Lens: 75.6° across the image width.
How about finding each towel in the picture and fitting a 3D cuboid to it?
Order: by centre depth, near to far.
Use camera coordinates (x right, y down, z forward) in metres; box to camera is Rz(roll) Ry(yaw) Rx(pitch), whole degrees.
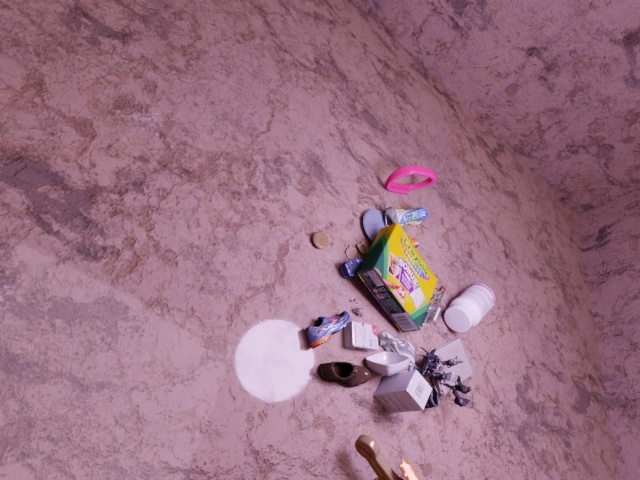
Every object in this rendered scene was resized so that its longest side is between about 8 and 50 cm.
[{"bbox_3d":[0.591,0.575,1.894,0.282,0.049,0.187,-10,77,-40],"label":"towel"}]

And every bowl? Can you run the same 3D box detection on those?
[{"bbox_3d":[0.264,0.487,1.623,0.142,0.142,0.053,-3,93,-39],"label":"bowl"}]

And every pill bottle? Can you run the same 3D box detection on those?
[{"bbox_3d":[0.744,0.336,2.058,0.283,0.160,0.160,-24,85,-43],"label":"pill bottle"}]

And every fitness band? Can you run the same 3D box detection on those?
[{"bbox_3d":[0.464,-0.308,2.121,0.291,0.209,0.054,2,68,-37],"label":"fitness band"}]

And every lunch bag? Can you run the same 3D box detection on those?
[{"bbox_3d":[0.133,0.117,1.743,0.098,0.065,0.067,-14,81,-32],"label":"lunch bag"}]

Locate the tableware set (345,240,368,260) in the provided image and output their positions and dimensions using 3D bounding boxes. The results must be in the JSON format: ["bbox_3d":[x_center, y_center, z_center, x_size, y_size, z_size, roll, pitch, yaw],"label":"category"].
[{"bbox_3d":[0.187,0.082,1.835,0.141,0.020,0.169,-29,89,-43],"label":"tableware set"}]

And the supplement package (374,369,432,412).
[{"bbox_3d":[0.314,0.580,1.578,0.105,0.179,0.105,50,48,-8],"label":"supplement package"}]

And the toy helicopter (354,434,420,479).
[{"bbox_3d":[0.242,0.801,1.373,0.140,0.235,0.355,-37,93,-43],"label":"toy helicopter"}]

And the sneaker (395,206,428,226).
[{"bbox_3d":[0.453,-0.133,2.082,0.240,0.126,0.091,-5,72,-41],"label":"sneaker"}]

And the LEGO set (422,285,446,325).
[{"bbox_3d":[0.497,0.311,1.857,0.060,0.182,0.244,44,48,-4],"label":"LEGO set"}]

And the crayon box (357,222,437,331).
[{"bbox_3d":[0.349,0.159,1.808,0.363,0.106,0.313,52,46,-19],"label":"crayon box"}]

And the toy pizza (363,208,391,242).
[{"bbox_3d":[0.275,-0.056,1.967,0.201,0.032,0.201,18,57,-31],"label":"toy pizza"}]

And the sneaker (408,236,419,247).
[{"bbox_3d":[0.413,0.013,2.035,0.175,0.064,0.067,-1,47,-43],"label":"sneaker"}]

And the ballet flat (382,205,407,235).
[{"bbox_3d":[0.355,-0.062,1.969,0.068,0.072,0.213,-18,71,-4],"label":"ballet flat"}]

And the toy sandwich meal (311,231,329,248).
[{"bbox_3d":[0.000,0.000,1.723,0.085,0.029,0.085,14,64,-29],"label":"toy sandwich meal"}]

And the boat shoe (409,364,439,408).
[{"bbox_3d":[0.438,0.608,1.730,0.065,0.083,0.183,-5,72,-40],"label":"boat shoe"}]

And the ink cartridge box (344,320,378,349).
[{"bbox_3d":[0.161,0.383,1.639,0.135,0.056,0.099,18,58,-32],"label":"ink cartridge box"}]

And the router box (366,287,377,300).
[{"bbox_3d":[0.267,0.203,1.826,0.092,0.038,0.122,47,48,-10],"label":"router box"}]

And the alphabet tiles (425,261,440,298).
[{"bbox_3d":[0.510,0.189,2.049,0.237,0.009,0.198,18,58,-32],"label":"alphabet tiles"}]

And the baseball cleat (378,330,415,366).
[{"bbox_3d":[0.323,0.441,1.745,0.206,0.072,0.109,50,31,-10],"label":"baseball cleat"}]

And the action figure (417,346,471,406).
[{"bbox_3d":[0.532,0.553,1.736,0.276,0.141,0.164,49,42,-4],"label":"action figure"}]

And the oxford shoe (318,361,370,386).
[{"bbox_3d":[0.109,0.491,1.519,0.227,0.096,0.083,16,58,-34],"label":"oxford shoe"}]

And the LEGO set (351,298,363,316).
[{"bbox_3d":[0.148,0.283,1.708,0.054,0.023,0.083,13,48,-36],"label":"LEGO set"}]

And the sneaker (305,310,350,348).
[{"bbox_3d":[0.031,0.316,1.555,0.221,0.083,0.087,-26,81,-45],"label":"sneaker"}]
